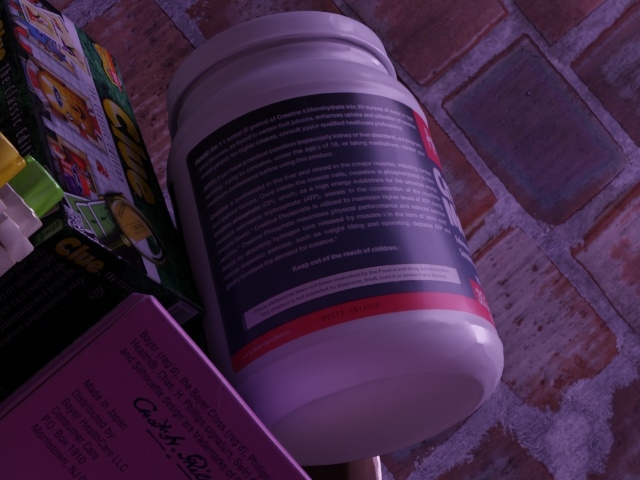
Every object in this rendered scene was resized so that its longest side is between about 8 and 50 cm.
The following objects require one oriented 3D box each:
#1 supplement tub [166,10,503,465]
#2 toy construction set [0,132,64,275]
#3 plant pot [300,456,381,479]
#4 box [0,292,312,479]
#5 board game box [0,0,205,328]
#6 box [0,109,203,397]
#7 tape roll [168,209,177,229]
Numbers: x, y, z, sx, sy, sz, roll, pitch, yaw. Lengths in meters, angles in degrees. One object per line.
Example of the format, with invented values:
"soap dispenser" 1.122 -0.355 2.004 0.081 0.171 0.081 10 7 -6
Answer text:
"supplement tub" 0.000 0.000 0.829 0.191 0.191 0.272 69 5 -63
"toy construction set" -0.256 -0.081 0.633 0.327 0.151 0.215 56 -5 30
"plant pot" -0.048 0.216 0.929 0.110 0.237 0.237 10 5 -21
"box" -0.065 0.142 0.600 0.213 0.117 0.243 50 -10 -4
"board game box" -0.157 -0.068 0.789 0.136 0.030 0.259 43 18 -51
"box" -0.207 0.034 0.997 0.294 0.183 0.296 52 -9 -10
"tape roll" -0.211 0.067 1.260 0.219 0.219 0.072 48 -10 8
